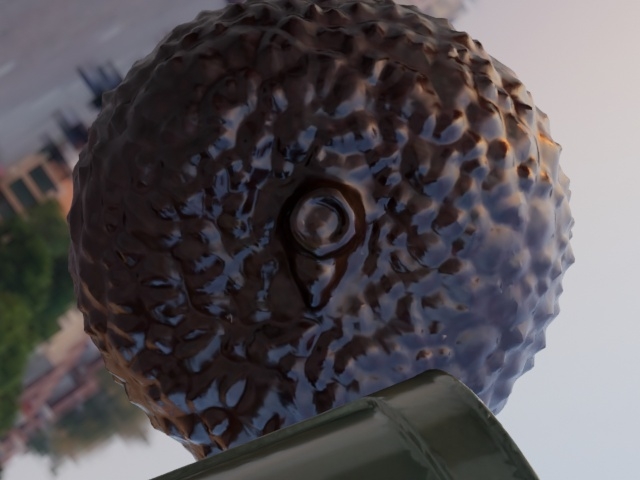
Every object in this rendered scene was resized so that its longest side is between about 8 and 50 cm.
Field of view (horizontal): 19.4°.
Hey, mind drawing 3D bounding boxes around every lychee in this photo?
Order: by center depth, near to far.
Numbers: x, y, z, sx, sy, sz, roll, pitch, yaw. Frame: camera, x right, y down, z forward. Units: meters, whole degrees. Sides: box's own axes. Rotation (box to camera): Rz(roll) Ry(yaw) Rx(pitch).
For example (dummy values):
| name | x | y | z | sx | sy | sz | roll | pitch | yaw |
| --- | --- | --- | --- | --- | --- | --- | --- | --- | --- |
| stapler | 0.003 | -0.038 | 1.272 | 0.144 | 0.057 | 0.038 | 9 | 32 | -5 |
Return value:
| name | x | y | z | sx | sy | sz | roll | pitch | yaw |
| --- | --- | --- | --- | --- | --- | --- | --- | --- | --- |
| lychee | 0.000 | 0.000 | 0.944 | 0.260 | 0.260 | 0.260 | -34 | -174 | 4 |

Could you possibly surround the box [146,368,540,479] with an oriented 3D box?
| name | x | y | z | sx | sy | sz | roll | pitch | yaw |
| --- | --- | --- | --- | --- | --- | --- | --- | --- | --- |
| box | 0.003 | 0.164 | 0.486 | 0.149 | 0.226 | 0.226 | -21 | -176 | -10 |
